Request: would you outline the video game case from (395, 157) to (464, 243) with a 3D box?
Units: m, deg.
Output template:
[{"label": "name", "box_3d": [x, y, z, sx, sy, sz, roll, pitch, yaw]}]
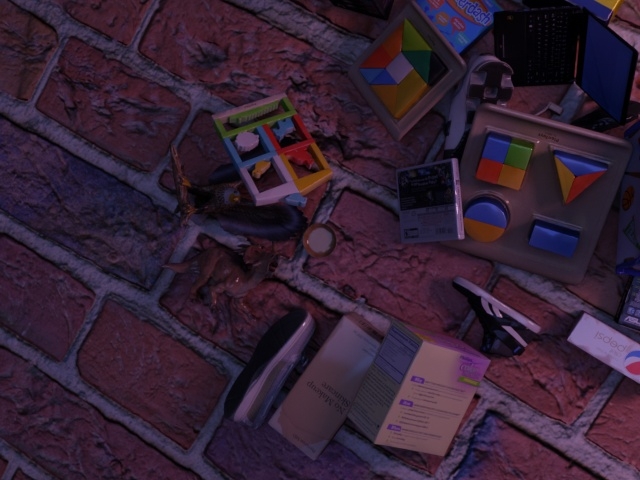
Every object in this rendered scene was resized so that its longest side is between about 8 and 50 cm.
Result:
[{"label": "video game case", "box_3d": [0.239, -0.083, 1.716, 0.190, 0.022, 0.173, -5, 89, 56]}]

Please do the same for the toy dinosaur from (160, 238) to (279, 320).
[{"label": "toy dinosaur", "box_3d": [-0.220, 0.066, 1.845, 0.295, 0.127, 0.200, 19, 92, 21]}]

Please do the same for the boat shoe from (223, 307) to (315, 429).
[{"label": "boat shoe", "box_3d": [-0.105, 0.302, 1.830, 0.103, 0.118, 0.320, 31, 96, -25]}]

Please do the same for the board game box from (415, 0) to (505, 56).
[{"label": "board game box", "box_3d": [0.283, -0.490, 1.748, 0.210, 0.047, 0.160, -43, 81, 10]}]

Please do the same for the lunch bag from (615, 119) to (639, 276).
[{"label": "lunch bag", "box_3d": [0.804, -0.074, 1.499, 0.385, 0.239, 0.328, 12, 76, -2]}]

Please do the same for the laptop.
[{"label": "laptop", "box_3d": [0.489, -0.347, 1.586, 0.264, 0.234, 0.137, 0, 61, 14]}]

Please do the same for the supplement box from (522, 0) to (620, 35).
[{"label": "supplement box", "box_3d": [0.591, -0.625, 1.595, 0.195, 0.194, 0.356, 33, 98, 11]}]

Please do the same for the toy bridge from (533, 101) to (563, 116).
[{"label": "toy bridge", "box_3d": [0.458, -0.224, 1.718, 0.063, 0.026, 0.188, 34, 98, 14]}]

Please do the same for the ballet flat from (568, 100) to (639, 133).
[{"label": "ballet flat", "box_3d": [0.611, -0.257, 1.679, 0.173, 0.049, 0.057, -20, 58, 9]}]

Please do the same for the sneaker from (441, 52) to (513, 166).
[{"label": "sneaker", "box_3d": [0.335, -0.251, 1.715, 0.122, 0.146, 0.331, 8, 116, -11]}]

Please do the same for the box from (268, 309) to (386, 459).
[{"label": "box", "box_3d": [0.032, 0.329, 1.781, 0.148, 0.121, 0.311, 35, 98, 11]}]

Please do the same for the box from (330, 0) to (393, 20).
[{"label": "box", "box_3d": [0.085, -0.603, 1.681, 0.143, 0.270, 0.165, 20, 95, 13]}]

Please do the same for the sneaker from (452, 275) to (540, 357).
[{"label": "sneaker", "box_3d": [0.363, 0.180, 1.718, 0.217, 0.079, 0.121, 34, 97, 10]}]

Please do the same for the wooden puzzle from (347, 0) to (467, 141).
[{"label": "wooden puzzle", "box_3d": [0.181, -0.374, 1.716, 0.239, 0.044, 0.221, -46, 65, 30]}]

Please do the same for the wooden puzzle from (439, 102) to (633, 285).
[{"label": "wooden puzzle", "box_3d": [0.438, -0.084, 1.626, 0.322, 0.080, 0.348, 17, 118, 10]}]

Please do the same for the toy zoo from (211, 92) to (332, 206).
[{"label": "toy zoo", "box_3d": [-0.102, -0.194, 1.760, 0.192, 0.030, 0.293, -22, 67, -19]}]

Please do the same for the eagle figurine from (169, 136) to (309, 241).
[{"label": "eagle figurine", "box_3d": [-0.192, -0.110, 1.822, 0.298, 0.225, 0.226, -8, 133, -18]}]

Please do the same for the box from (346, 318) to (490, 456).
[{"label": "box", "box_3d": [0.212, 0.320, 1.680, 0.117, 0.213, 0.243, 35, 103, 55]}]

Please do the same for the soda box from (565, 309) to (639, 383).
[{"label": "soda box", "box_3d": [0.637, 0.236, 1.656, 0.216, 0.069, 0.074, 31, 98, 11]}]

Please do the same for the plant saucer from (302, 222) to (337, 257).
[{"label": "plant saucer", "box_3d": [0.000, 0.000, 1.840, 0.083, 0.015, 0.083, 0, 91, 14]}]

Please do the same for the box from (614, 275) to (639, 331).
[{"label": "box", "box_3d": [0.784, 0.116, 1.623, 0.270, 0.060, 0.216, 18, 94, 13]}]
